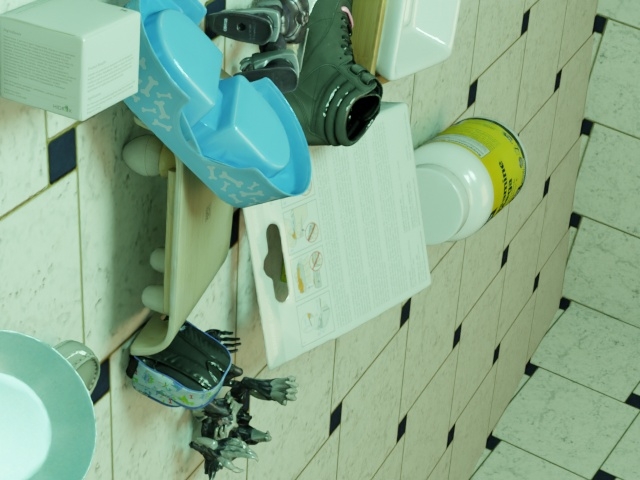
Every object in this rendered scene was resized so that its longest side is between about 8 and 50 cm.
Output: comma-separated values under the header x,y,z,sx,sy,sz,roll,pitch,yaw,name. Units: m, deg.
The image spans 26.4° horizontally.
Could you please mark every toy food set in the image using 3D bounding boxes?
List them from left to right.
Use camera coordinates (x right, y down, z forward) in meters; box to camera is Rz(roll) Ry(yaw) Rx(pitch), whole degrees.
x,y,z,sx,sy,sz,roll,pitch,yaw,name
-0.177,-0.043,1.641,0.219,0.092,0.306,-60,160,-61,toy food set

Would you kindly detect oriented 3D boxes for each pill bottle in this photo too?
x,y,z,sx,sy,sz,roll,pitch,yaw,name
0.251,-0.106,2.521,0.334,0.188,0.187,-35,137,-59,pill bottle

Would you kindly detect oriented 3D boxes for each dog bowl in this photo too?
x,y,z,sx,sy,sz,roll,pitch,yaw,name
-0.126,-0.152,1.499,0.297,0.074,0.166,47,30,-33,dog bowl

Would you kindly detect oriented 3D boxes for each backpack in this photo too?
x,y,z,sx,sy,sz,roll,pitch,yaw,name
-0.176,0.159,1.723,0.105,0.114,0.084,-56,173,-43,backpack

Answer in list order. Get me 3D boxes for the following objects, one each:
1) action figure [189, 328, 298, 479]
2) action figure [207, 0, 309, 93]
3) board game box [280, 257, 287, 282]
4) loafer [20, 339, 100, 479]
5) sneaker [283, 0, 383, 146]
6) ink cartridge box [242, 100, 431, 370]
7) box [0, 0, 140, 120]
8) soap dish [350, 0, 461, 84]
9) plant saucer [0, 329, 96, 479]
x,y,z,sx,sy,sz,roll,pitch,yaw,name
-0.120,0.242,1.896,0.164,0.141,0.275,-66,155,-25,action figure
-0.063,-0.272,1.712,0.285,0.099,0.185,-72,156,-67,action figure
0.000,0.000,2.159,0.181,0.043,0.092,-35,137,-59,board game box
-0.312,0.247,1.438,0.112,0.111,0.319,77,35,-53,loafer
0.035,-0.254,1.919,0.104,0.147,0.295,51,56,-63,sneaker
0.006,-0.016,2.046,0.385,0.091,0.308,-25,113,-43,ink cartridge box
-0.243,-0.180,1.323,0.101,0.102,0.087,-41,143,-55,box
0.123,-0.370,2.100,0.291,0.118,0.228,-33,135,-61,soap dish
-0.319,0.186,1.364,0.037,0.195,0.195,-34,-164,47,plant saucer
